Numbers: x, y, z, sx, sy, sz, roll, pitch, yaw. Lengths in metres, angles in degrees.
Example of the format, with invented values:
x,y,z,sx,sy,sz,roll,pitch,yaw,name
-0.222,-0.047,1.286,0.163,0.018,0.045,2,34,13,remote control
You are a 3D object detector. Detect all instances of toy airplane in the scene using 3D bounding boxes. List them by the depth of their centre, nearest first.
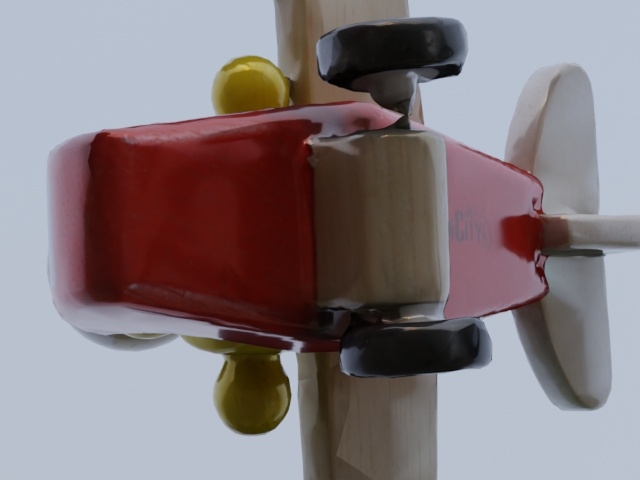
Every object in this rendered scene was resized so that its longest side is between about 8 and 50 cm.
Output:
x,y,z,sx,sy,sz,roll,pitch,yaw,name
0.000,0.000,0.842,0.272,0.386,0.384,-6,-49,24,toy airplane
